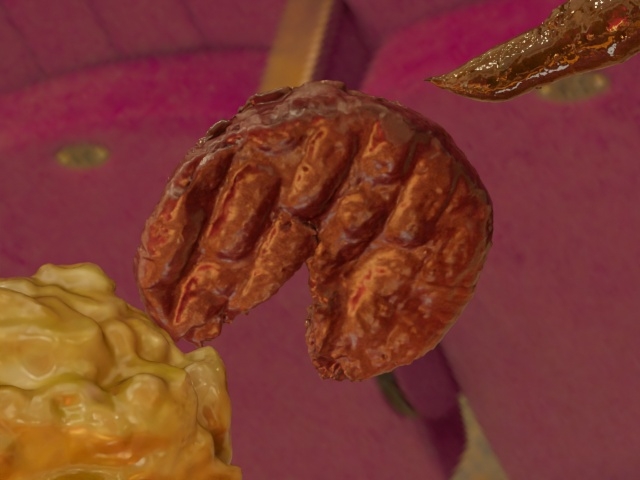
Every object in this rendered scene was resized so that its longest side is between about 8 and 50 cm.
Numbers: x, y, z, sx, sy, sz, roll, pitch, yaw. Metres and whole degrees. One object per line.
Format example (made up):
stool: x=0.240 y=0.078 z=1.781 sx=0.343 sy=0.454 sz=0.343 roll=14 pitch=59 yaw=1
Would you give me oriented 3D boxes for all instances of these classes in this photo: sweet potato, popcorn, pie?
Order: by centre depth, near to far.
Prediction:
popcorn: x=-0.133 y=0.083 z=0.742 sx=0.194 sy=0.140 sz=0.163 roll=-12 pitch=48 yaw=-11
pie: x=0.000 y=0.000 z=1.061 sx=0.204 sy=0.218 sz=0.054 roll=-50 pitch=31 yaw=20
sweet potato: x=0.197 y=-0.154 z=1.197 sx=0.274 sy=0.067 sz=0.067 roll=-26 pitch=44 yaw=22
